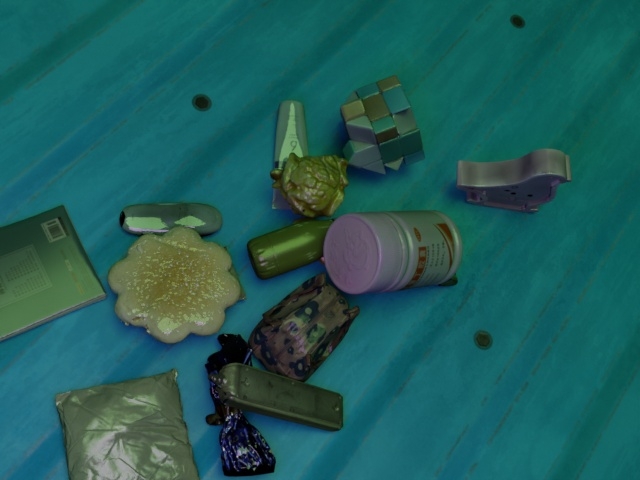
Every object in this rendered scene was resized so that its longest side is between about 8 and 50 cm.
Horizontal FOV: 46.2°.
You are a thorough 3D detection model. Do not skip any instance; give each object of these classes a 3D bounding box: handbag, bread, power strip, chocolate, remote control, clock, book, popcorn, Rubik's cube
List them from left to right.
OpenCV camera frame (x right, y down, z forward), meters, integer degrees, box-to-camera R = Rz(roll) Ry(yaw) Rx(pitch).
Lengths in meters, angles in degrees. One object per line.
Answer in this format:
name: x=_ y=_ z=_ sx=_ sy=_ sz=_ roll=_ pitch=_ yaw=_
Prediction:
book: x=-0.727 y=0.093 z=1.739 sx=0.379 sy=0.031 sz=0.264 roll=-23 pitch=75 yaw=-23
remote control: x=-0.375 y=-0.053 z=1.891 sx=0.256 sy=0.045 sz=0.097 roll=-3 pitch=69 yaw=-14
bread: x=-0.342 y=0.100 z=1.781 sx=0.316 sy=0.054 sz=0.316 roll=7 pitch=60 yaw=-11
chocolate: x=-0.205 y=0.376 z=1.726 sx=0.148 sy=0.126 sz=0.343 roll=-23 pitch=67 yaw=19
power strip: x=-0.097 y=0.357 z=1.704 sx=0.388 sy=0.066 sz=0.092 roll=26 pitch=50 yaw=-36
handbag: x=-0.033 y=0.206 z=1.797 sx=0.190 sy=0.193 sz=0.251 roll=45 pitch=65 yaw=1
popcorn: x=-0.026 y=-0.142 z=1.928 sx=0.185 sy=0.187 sz=0.167 roll=3 pitch=93 yaw=-42
Rubik's cube: x=0.151 y=-0.300 z=2.051 sx=0.213 sy=0.265 sz=0.224 roll=-21 pitch=55 yaw=3
clock: x=0.517 y=-0.172 z=2.065 sx=0.290 sy=0.275 sz=0.080 roll=6 pitch=71 yaw=-10

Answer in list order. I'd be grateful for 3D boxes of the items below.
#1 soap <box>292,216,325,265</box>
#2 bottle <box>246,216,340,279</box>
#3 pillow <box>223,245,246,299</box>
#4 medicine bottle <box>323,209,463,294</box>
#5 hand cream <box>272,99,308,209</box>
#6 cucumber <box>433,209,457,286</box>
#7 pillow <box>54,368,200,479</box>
soap: x=0.000 y=0.000 z=1.979 sx=0.168 sy=0.033 sz=0.089 roll=45 pitch=64 yaw=5
bottle: x=-0.050 y=0.010 z=1.898 sx=0.260 sy=0.112 sz=0.112 roll=-19 pitch=74 yaw=-12
pillow: x=-0.307 y=0.116 z=1.838 sx=0.230 sy=0.050 sz=0.148 roll=-20 pitch=79 yaw=-25
medicine bottle: x=0.185 y=0.026 z=1.872 sx=0.316 sy=0.202 sz=0.202 roll=-4 pitch=68 yaw=-42
hand cream: x=-0.079 y=-0.234 z=2.054 sx=0.109 sy=0.067 sz=0.320 roll=3 pitch=75 yaw=-15
cucumber: x=0.315 y=0.029 z=2.025 sx=0.086 sy=0.115 sz=0.193 roll=-21 pitch=71 yaw=9
pillow: x=-0.423 y=0.443 z=1.655 sx=0.274 sy=0.076 sz=0.280 roll=-9 pitch=71 yaw=-21
